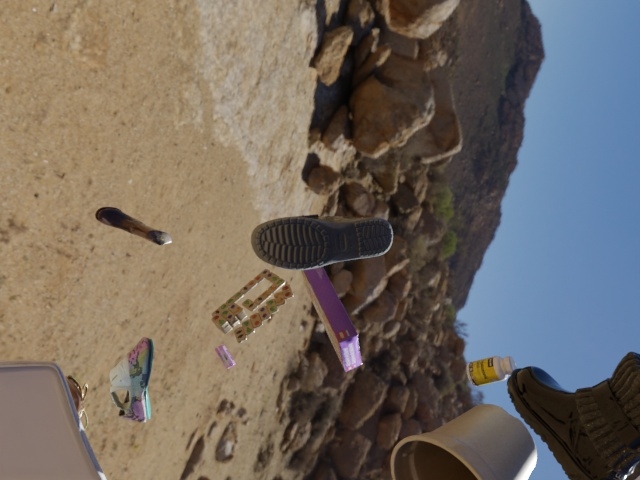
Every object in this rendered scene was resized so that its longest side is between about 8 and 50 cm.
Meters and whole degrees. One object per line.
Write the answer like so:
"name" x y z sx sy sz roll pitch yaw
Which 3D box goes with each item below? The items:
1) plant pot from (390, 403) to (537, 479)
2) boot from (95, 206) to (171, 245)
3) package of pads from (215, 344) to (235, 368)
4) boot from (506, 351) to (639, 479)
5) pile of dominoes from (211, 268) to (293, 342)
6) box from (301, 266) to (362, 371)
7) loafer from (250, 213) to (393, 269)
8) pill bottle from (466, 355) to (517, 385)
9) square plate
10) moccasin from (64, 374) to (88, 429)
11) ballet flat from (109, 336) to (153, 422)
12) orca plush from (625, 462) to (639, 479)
"plant pot" 0.417 0.612 1.415 0.305 0.334 0.333 -21 139 -39
"boot" -0.342 -0.024 0.958 0.106 0.114 0.037 21 92 -53
"package of pads" -0.328 0.400 1.790 0.032 0.083 0.050 -34 172 -3
"boot" 0.553 0.314 1.064 0.348 0.131 0.260 -117 -135 -58
"pile of dominoes" -0.212 0.185 1.593 0.251 0.196 0.040 -41 128 -22
"box" 0.026 0.198 1.462 0.201 0.057 0.293 77 -12 -54
"loafer" 0.000 0.000 0.931 0.087 0.251 0.094 -158 -111 -75
"pill bottle" 0.449 0.339 1.362 0.116 0.065 0.065 -25 -157 32
"square plate" -0.546 0.328 0.891 0.049 0.344 0.347 -79 165 -61
"moccasin" -0.657 0.409 1.310 0.380 0.147 0.139 -20 -125 49
"ballet flat" -0.371 0.281 1.020 0.077 0.079 0.221 -116 -147 -49
"orca plush" 0.781 0.495 1.205 0.287 0.151 0.102 -61 -171 22
